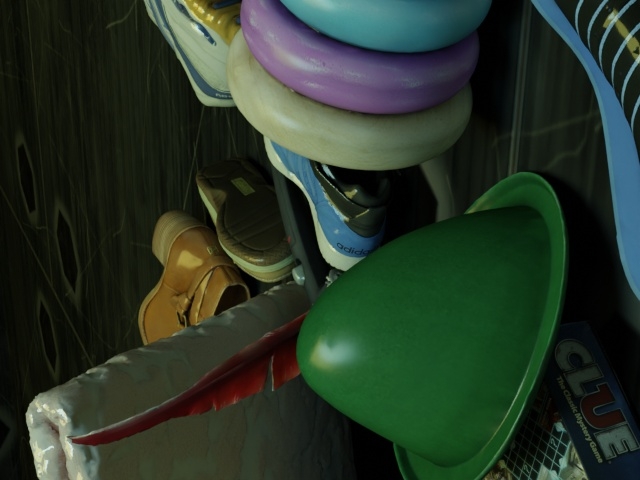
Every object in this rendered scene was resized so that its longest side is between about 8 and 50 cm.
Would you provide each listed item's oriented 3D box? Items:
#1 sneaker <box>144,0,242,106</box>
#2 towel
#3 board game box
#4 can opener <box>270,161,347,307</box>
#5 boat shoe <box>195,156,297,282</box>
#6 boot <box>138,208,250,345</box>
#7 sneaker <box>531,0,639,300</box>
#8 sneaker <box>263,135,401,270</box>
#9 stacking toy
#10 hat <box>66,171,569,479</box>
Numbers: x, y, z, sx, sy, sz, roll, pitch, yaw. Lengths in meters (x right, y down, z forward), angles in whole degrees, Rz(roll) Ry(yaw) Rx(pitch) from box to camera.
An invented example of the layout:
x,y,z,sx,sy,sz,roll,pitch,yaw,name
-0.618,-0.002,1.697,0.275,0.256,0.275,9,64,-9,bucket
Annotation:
x,y,z,sx,sy,sz,roll,pitch,yaw,name
-0.118,-0.238,1.063,0.131,0.111,0.296,112,142,-55,sneaker
-0.051,0.208,0.893,0.053,0.332,0.317,-8,96,27,towel
0.119,0.172,0.748,0.243,0.042,0.165,115,139,-57,board game box
0.000,0.000,0.946,0.073,0.059,0.186,111,142,-55,can opener
-0.050,-0.004,1.082,0.190,0.068,0.072,-121,15,-62,boat shoe
-0.114,0.083,1.266,0.152,0.073,0.197,44,142,50,boot
0.144,-0.081,0.523,0.090,0.081,0.232,-22,87,66,sneaker
0.007,-0.062,0.901,0.085,0.058,0.152,109,147,-48,sneaker
0.046,-0.199,0.653,0.141,0.141,0.330,-120,33,-41,stacking toy
0.001,0.034,0.686,0.173,0.183,0.209,169,119,-71,hat
